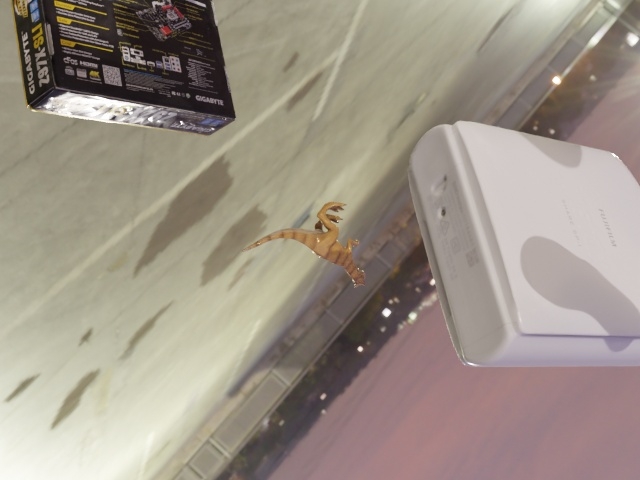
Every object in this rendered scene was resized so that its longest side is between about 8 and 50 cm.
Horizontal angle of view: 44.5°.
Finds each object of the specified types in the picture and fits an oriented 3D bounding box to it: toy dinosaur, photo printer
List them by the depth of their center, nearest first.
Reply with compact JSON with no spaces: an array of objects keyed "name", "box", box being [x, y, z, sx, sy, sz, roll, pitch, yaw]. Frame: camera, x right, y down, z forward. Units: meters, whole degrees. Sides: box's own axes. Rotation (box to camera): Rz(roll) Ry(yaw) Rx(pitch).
[{"name":"photo printer","box":[0.258,0.012,0.838,0.307,0.256,0.107,6,149,-31]},{"name":"toy dinosaur","box":[0.000,0.000,1.135,0.064,0.211,0.112,-26,-135,50]}]

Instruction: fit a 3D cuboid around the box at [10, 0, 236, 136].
[{"name":"box","box":[-0.283,-0.300,1.148,0.079,0.257,0.322,-23,165,38]}]
